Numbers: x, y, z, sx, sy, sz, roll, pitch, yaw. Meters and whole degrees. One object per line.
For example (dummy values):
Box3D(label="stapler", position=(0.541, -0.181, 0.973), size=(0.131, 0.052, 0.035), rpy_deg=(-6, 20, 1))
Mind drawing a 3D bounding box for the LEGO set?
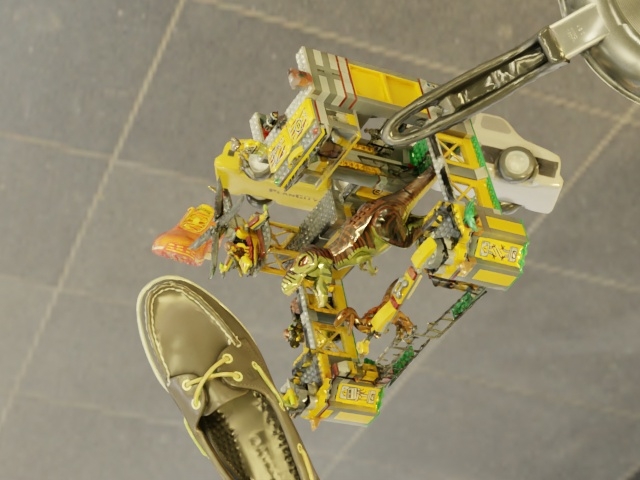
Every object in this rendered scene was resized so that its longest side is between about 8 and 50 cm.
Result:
Box3D(label="LEGO set", position=(0.000, 0.000, 1.250), size=(0.192, 0.255, 0.331), rpy_deg=(12, 146, -29))

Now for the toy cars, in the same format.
Box3D(label="toy cars", position=(0.065, -0.085, 1.492), size=(0.393, 0.087, 0.176), rpy_deg=(-3, 156, 42))

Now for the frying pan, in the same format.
Box3D(label="frying pan", position=(0.192, -0.175, 0.992), size=(0.326, 0.197, 0.053), rpy_deg=(-5, 180, 9))

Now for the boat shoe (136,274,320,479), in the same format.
Box3D(label="boat shoe", position=(-0.069, 0.125, 1.152), size=(0.081, 0.228, 0.068), rpy_deg=(-32, 179, -5))

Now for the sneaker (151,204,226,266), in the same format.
Box3D(label="sneaker", position=(-0.150, -0.009, 1.697), size=(0.064, 0.067, 0.175), rpy_deg=(17, -172, 4))
